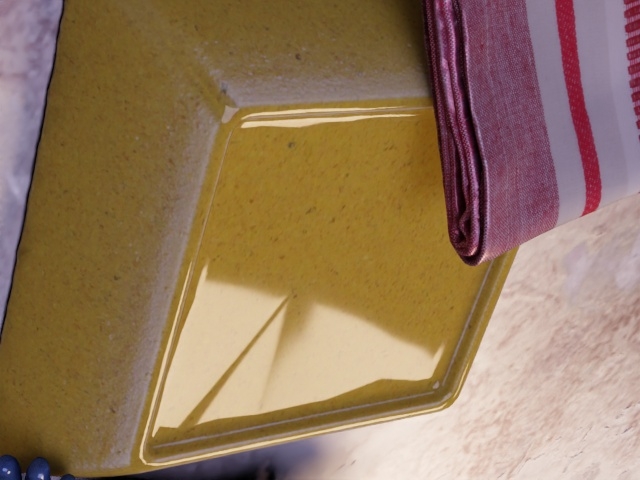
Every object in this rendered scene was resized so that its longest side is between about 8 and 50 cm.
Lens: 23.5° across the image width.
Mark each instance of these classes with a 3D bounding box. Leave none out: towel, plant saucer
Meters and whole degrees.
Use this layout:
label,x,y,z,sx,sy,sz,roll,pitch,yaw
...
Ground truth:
label,x,y,z,sx,sy,sz,roll,pitch,yaw
towel,0.191,-0.145,0.839,0.329,0.037,0.237,-21,114,-30
plant saucer,0.000,0.000,0.862,0.333,0.081,0.332,-6,128,-34

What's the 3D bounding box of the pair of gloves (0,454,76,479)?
label,x,y,z,sx,sy,sz,roll,pitch,yaw
pair of gloves,-0.124,0.183,0.882,0.198,0.023,0.159,23,139,-2
